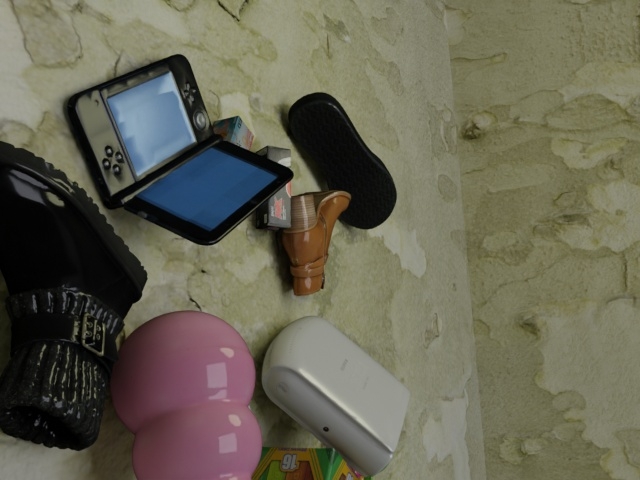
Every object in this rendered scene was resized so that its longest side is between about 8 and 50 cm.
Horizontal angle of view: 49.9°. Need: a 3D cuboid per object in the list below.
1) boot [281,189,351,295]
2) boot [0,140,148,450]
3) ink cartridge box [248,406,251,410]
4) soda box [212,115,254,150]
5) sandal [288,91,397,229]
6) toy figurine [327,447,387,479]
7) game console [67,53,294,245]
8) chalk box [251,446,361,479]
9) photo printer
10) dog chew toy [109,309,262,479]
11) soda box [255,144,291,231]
[{"bbox_3d":[0.000,0.000,1.565,0.283,0.109,0.220,-23,109,-70],"label":"boot"},{"bbox_3d":[-0.342,0.073,0.809,0.348,0.131,0.260,56,37,-44],"label":"boot"},{"bbox_3d":[-0.191,0.335,1.181,0.179,0.045,0.146,-38,120,-40],"label":"ink cartridge box"},{"bbox_3d":[-0.180,-0.143,1.279,0.063,0.058,0.183,53,38,-45],"label":"soda box"},{"bbox_3d":[0.068,-0.201,1.704,0.107,0.167,0.446,-96,161,-45],"label":"sandal"},{"bbox_3d":[0.066,0.494,1.608,0.159,0.130,0.173,26,84,-45],"label":"toy figurine"},{"bbox_3d":[-0.203,-0.156,1.086,0.293,0.173,0.250,-48,127,-53],"label":"game console"},{"bbox_3d":[-0.046,0.545,1.244,0.179,0.180,0.289,59,34,-41],"label":"chalk box"},{"bbox_3d":[0.028,0.293,1.392,0.307,0.107,0.256,40,24,1],"label":"photo printer"},{"bbox_3d":[-0.174,0.269,0.952,0.206,0.206,0.332,35,32,-57],"label":"dog chew toy"},{"bbox_3d":[-0.097,-0.107,1.424,0.060,0.053,0.169,6,77,-32],"label":"soda box"}]
